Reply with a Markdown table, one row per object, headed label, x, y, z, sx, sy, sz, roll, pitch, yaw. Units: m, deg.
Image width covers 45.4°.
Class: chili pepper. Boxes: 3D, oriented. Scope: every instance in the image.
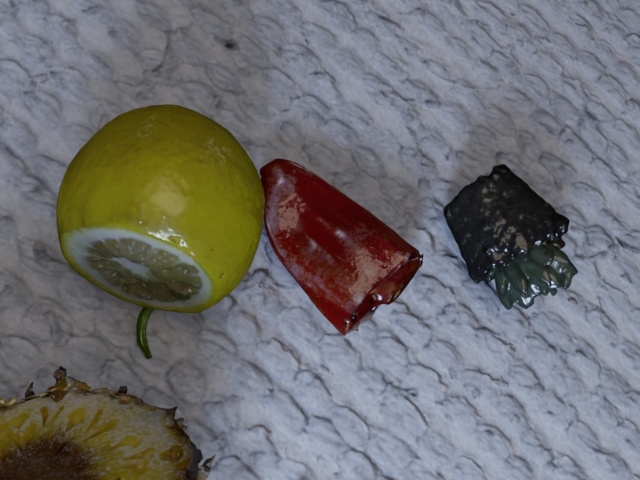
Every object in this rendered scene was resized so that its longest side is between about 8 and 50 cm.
| label | x | y | z | sx | sy | sz | roll | pitch | yaw |
| --- | --- | --- | --- | --- | --- | --- | --- | --- | --- |
| chili pepper | 0.000 | 0.000 | 1.021 | 0.252 | 0.136 | 0.144 | 41 | 112 | 9 |
| chili pepper | -0.216 | 0.106 | 0.961 | 0.030 | 0.017 | 0.083 | 17 | 70 | -13 |

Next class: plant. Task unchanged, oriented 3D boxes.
| label | x | y | z | sx | sy | sz | roll | pitch | yaw |
| --- | --- | --- | --- | --- | --- | --- | --- | --- | --- |
| plant | 0.268 | 0.000 | 1.079 | 0.129 | 0.132 | 0.195 | -28 | 79 | -18 |

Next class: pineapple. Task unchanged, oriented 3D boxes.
| label | x | y | z | sx | sy | sz | roll | pitch | yaw |
| --- | --- | --- | --- | --- | --- | --- | --- | --- | --- |
| pineapple | -0.254 | 0.321 | 0.708 | 0.352 | 0.300 | 0.352 | 4 | 31 | -3 |

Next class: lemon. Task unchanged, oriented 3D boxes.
| label | x | y | z | sx | sy | sz | roll | pitch | yaw |
| --- | --- | --- | --- | --- | --- | --- | --- | --- | --- |
| lemon | -0.179 | -0.049 | 0.904 | 0.240 | 0.240 | 0.219 | 20 | 57 | -10 |
